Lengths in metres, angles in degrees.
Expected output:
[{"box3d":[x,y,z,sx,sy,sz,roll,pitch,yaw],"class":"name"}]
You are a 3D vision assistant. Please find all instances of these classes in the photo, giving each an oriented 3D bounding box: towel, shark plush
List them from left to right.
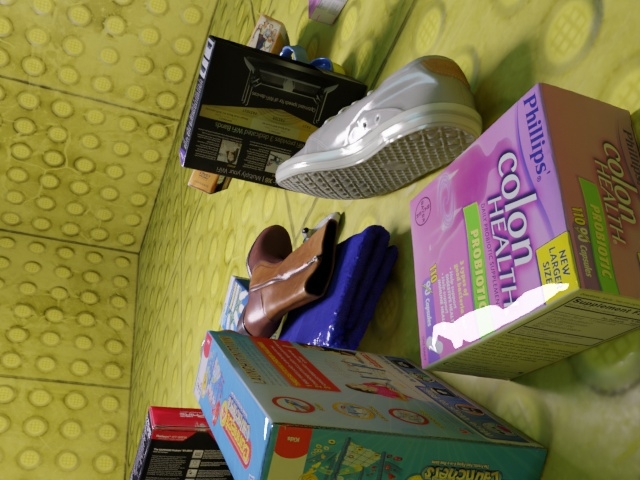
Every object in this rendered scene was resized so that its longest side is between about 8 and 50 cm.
[{"box3d":[0.000,0.000,1.337,0.067,0.073,0.161,-62,-4,-28],"class":"shark plush"},{"box3d":[0.016,0.115,1.121,0.308,0.076,0.227,-37,29,62],"class":"towel"}]

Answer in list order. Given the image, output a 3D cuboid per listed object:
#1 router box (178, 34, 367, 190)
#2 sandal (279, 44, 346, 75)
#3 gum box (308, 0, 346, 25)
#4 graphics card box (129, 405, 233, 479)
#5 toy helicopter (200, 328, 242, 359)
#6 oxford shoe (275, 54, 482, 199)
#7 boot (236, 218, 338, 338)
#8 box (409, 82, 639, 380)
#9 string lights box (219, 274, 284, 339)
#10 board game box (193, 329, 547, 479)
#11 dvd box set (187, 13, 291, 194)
[{"box3d":[-0.094,-0.232,1.300,0.081,0.309,0.242,-125,50,-60],"class":"router box"},{"box3d":[-0.102,-0.289,1.386,0.317,0.138,0.126,-44,49,1],"class":"sandal"},{"box3d":[0.032,-0.584,1.497,0.188,0.062,0.107,133,143,-53],"class":"gum box"},{"box3d":[-0.331,0.570,1.595,0.094,0.233,0.370,50,127,58],"class":"graphics card box"},{"box3d":[-0.061,0.282,1.039,0.235,0.140,0.355,-42,78,28],"class":"toy helicopter"},{"box3d":[0.077,-0.157,1.038,0.449,0.169,0.130,-20,64,57],"class":"oxford shoe"},{"box3d":[-0.056,0.030,1.191,0.280,0.096,0.264,-45,21,51],"class":"boot"},{"box3d":[0.206,0.006,0.688,0.243,0.117,0.213,135,141,-54],"class":"box"},{"box3d":[-0.162,0.179,1.582,0.260,0.077,0.133,-154,78,-68],"class":"string lights box"},{"box3d":[0.034,0.203,0.768,0.308,0.302,0.086,-157,79,-69],"class":"board game box"},{"box3d":[-0.190,-0.320,1.643,0.307,0.062,0.420,-93,28,-84],"class":"dvd box set"}]
